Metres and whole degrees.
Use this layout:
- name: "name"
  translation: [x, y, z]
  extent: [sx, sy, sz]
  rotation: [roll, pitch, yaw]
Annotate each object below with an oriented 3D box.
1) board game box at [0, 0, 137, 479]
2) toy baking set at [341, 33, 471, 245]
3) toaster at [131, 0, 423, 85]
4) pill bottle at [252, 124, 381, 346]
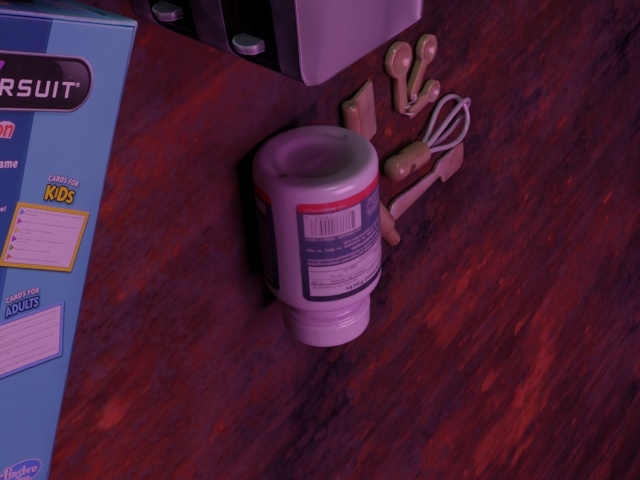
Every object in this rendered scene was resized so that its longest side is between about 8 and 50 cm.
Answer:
- name: "board game box"
  translation: [-0.253, 0.017, 0.706]
  extent: [0.253, 0.079, 0.336]
  rotation: [-7, 114, -55]
- name: "toy baking set"
  translation: [0.092, -0.092, 1.206]
  extent: [0.197, 0.030, 0.256]
  rotation: [-59, 148, -14]
- name: "toaster"
  translation: [-0.026, -0.204, 0.831]
  extent: [0.185, 0.168, 0.110]
  rotation: [-38, 141, -37]
- name: "pill bottle"
  translation: [0.000, 0.000, 1.052]
  extent: [0.108, 0.108, 0.180]
  rotation: [-39, 139, -38]
